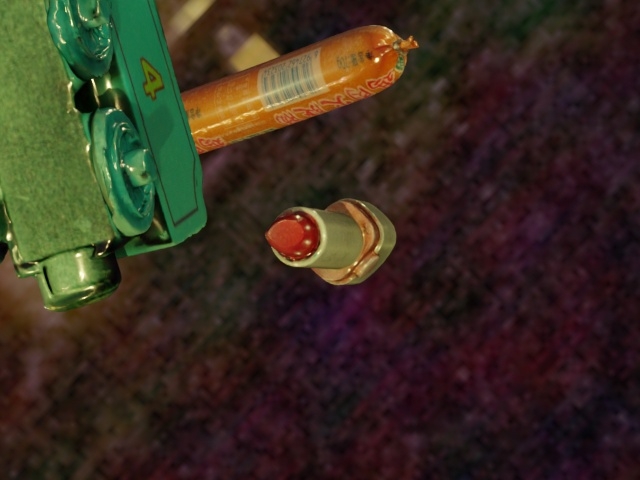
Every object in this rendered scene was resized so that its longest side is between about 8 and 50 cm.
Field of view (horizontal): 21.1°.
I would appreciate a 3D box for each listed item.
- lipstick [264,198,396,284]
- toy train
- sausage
[{"bbox_3d":[0.001,0.001,1.242,0.063,0.057,0.186,-49,-14,11],"label":"lipstick"},{"bbox_3d":[-0.130,-0.070,0.847,0.107,0.198,0.154,-13,7,16],"label":"toy train"},{"bbox_3d":[-0.064,-0.106,1.358,0.347,0.053,0.053,-16,27,38],"label":"sausage"}]
